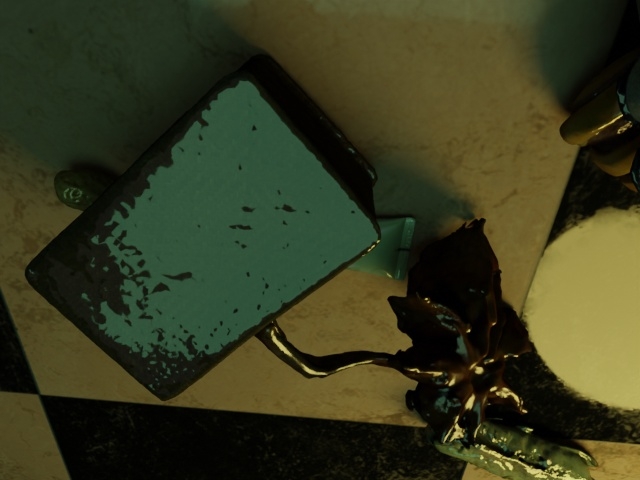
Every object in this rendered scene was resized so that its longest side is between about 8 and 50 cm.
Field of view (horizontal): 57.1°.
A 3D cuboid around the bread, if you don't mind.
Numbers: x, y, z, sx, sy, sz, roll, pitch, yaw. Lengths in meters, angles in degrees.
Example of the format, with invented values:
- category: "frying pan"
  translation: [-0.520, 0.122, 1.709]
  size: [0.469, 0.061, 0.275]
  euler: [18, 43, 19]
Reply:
- category: "bread"
  translation: [0.338, -0.089, 0.537]
  size: [0.225, 0.081, 0.134]
  euler: [27, 123, -15]

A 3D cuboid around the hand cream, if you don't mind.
- category: "hand cream"
  translation: [0.000, 0.000, 0.654]
  size: [0.205, 0.050, 0.078]
  euler: [6, 110, -4]

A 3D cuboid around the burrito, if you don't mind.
- category: "burrito"
  translation: [0.294, 0.317, 0.861]
  size: [0.309, 0.066, 0.096]
  euler: [25, 130, -13]

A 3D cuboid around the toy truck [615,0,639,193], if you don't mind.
- category: "toy truck"
  translation: [0.313, -0.147, 0.397]
  size: [0.175, 0.146, 0.367]
  euler: [-26, 109, -15]

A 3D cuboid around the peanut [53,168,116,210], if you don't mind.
- category: "peanut"
  translation: [-0.232, -0.042, 0.636]
  size: [0.113, 0.054, 0.054]
  euler: [28, 124, -20]

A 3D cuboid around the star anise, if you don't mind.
- category: "star anise"
  translation: [0.101, 0.096, 0.616]
  size: [0.346, 0.237, 0.148]
  euler: [-1, 173, -22]

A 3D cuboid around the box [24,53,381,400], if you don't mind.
- category: "box"
  translation: [-0.095, -0.012, 0.545]
  size: [0.273, 0.143, 0.184]
  euler: [-39, 107, 15]
